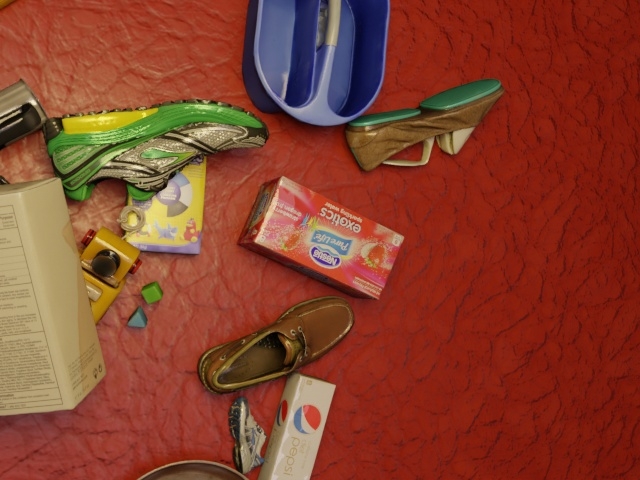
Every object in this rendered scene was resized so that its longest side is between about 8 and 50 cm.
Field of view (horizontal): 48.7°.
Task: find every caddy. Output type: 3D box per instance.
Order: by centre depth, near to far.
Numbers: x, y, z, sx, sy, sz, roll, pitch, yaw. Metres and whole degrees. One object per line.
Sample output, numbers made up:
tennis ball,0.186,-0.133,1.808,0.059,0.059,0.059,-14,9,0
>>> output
caddy,-0.006,-0.364,1.247,0.241,0.179,0.341,6,85,-22

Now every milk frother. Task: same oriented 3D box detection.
milk frother,-0.484,-0.152,1.109,0.135,0.129,0.143,-34,143,-18

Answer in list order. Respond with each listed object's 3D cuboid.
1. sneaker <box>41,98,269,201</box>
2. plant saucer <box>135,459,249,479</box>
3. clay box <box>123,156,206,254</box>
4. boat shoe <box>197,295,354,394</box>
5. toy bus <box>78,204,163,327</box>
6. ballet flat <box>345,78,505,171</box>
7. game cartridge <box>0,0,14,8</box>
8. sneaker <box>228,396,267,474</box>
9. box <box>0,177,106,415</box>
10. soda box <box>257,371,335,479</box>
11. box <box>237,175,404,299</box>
sneaker,-0.250,-0.141,1.128,0.344,0.134,0.146,-10,95,-10
plant saucer,-0.230,0.523,1.194,0.311,0.050,0.310,1,88,-20
clay box,-0.263,-0.089,1.203,0.128,0.053,0.221,4,87,-20
boat shoe,-0.060,0.190,1.242,0.307,0.104,0.110,-26,97,-20
toy bus,-0.357,0.065,1.109,0.191,0.104,0.202,-10,109,-4
ballet flat,0.208,-0.213,1.370,0.343,0.116,0.124,-21,116,-20
game cartridge,-0.596,-0.468,1.076,0.324,0.053,0.285,-44,103,-24
sneaker,-0.126,0.338,1.247,0.058,0.052,0.135,-7,98,-31
box,-0.421,0.078,0.999,0.148,0.121,0.310,-5,103,9
soda box,-0.045,0.348,1.262,0.074,0.069,0.216,19,81,-20
box,0.000,0.000,1.264,0.257,0.123,0.128,26,80,-18
